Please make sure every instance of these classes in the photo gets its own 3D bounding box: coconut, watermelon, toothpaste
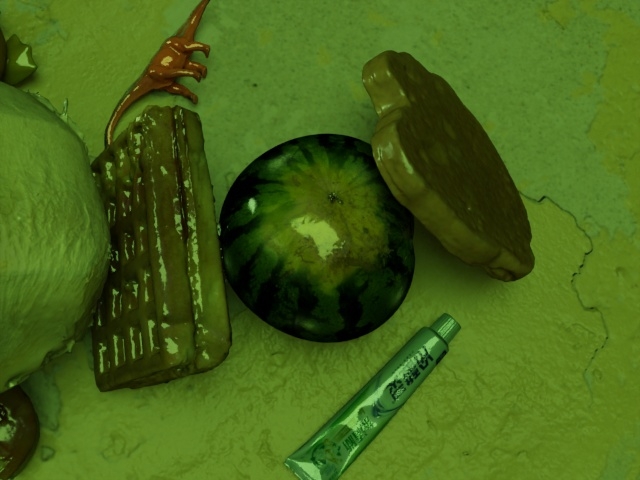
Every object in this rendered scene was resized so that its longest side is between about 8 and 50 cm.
[{"bbox_3d":[-0.417,0.011,0.975,0.346,0.346,0.360,-9,76,-8],"label":"coconut"},{"bbox_3d":[-0.001,-0.001,1.068,0.269,0.269,0.269,1,76,-5],"label":"watermelon"},{"bbox_3d":[0.079,0.213,1.127,0.075,0.048,0.297,44,80,3],"label":"toothpaste"}]

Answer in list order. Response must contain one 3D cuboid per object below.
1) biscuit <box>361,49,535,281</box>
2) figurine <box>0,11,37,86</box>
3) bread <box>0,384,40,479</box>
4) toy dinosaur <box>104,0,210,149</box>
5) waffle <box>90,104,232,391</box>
[{"bbox_3d":[0.162,-0.102,1.096,0.057,0.351,0.312,-32,59,28],"label":"biscuit"},{"bbox_3d":[-0.514,-0.264,1.098,0.215,0.228,0.215,-1,80,3],"label":"figurine"},{"bbox_3d":[-0.426,0.223,1.050,0.156,0.086,0.125,16,73,-2],"label":"bread"},{"bbox_3d":[-0.218,-0.234,1.208,0.101,0.055,0.279,22,76,10],"label":"toy dinosaur"},{"bbox_3d":[-0.214,0.016,1.058,0.098,0.224,0.327,2,73,-39],"label":"waffle"}]
